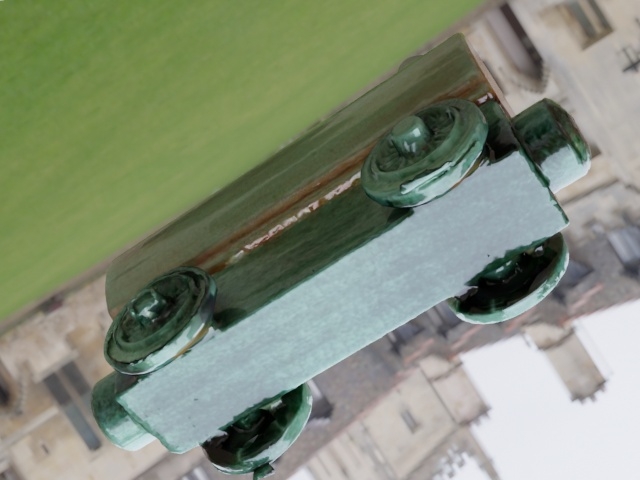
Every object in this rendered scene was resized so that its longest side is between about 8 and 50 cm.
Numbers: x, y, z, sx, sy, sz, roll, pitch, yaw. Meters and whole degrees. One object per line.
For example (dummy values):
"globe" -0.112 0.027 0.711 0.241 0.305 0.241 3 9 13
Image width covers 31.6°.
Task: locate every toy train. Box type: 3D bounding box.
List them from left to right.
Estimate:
"toy train" 0.000 0.000 0.594 0.285 0.116 0.177 -33 -150 14

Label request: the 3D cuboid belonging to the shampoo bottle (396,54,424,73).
"shampoo bottle" 0.105 -0.113 1.356 0.087 0.118 0.234 -32 -159 47
